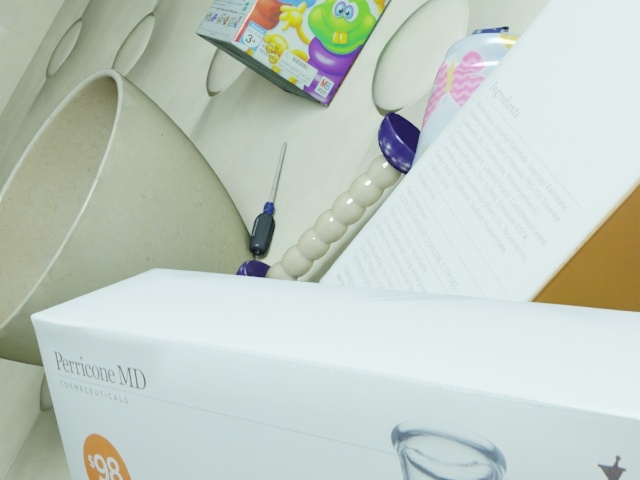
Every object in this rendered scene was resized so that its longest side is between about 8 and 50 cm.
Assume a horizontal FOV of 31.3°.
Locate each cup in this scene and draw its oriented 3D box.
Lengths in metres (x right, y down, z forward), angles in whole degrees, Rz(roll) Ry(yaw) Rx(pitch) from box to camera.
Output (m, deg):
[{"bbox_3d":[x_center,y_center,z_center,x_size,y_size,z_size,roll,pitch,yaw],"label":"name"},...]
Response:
[{"bbox_3d":[-0.215,0.014,1.261,0.331,0.237,0.331,-39,34,33],"label":"cup"}]

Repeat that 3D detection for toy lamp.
[{"bbox_3d":[0.000,0.000,1.094,0.274,0.080,0.080,-45,31,24],"label":"toy lamp"}]

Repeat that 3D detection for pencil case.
[{"bbox_3d":[0.126,-0.025,0.870,0.124,0.113,0.273,2,62,33],"label":"pencil case"}]

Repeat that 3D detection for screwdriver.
[{"bbox_3d":[-0.054,-0.053,1.293,0.025,0.024,0.170,108,175,-56],"label":"screwdriver"}]

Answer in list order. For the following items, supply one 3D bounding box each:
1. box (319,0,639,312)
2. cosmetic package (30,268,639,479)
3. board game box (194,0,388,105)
[{"bbox_3d":[0.198,-0.014,0.630,0.345,0.215,0.168,-51,29,17],"label":"box"},{"bbox_3d":[0.029,0.167,0.526,0.377,0.097,0.285,2,106,46],"label":"cosmetic package"},{"bbox_3d":[-0.001,-0.317,1.326,0.275,0.142,0.144,-59,27,1],"label":"board game box"}]
